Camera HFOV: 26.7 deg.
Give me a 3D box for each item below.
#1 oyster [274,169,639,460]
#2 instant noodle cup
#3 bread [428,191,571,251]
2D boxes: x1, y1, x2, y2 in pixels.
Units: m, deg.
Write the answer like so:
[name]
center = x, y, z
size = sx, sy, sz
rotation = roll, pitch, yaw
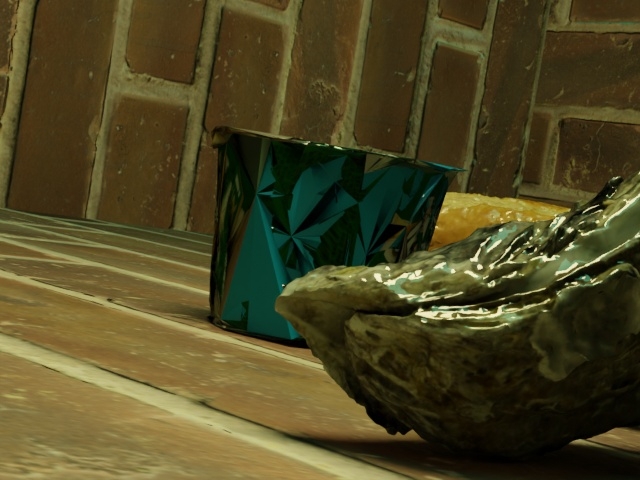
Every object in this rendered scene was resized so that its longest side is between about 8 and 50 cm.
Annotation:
[oyster]
center = 0.145, 0.038, 0.776
size = 0.351, 0.162, 0.158
rotation = -3, 10, -23
[instant noodle cup]
center = 0.000, 0.000, 1.241
size = 0.240, 0.178, 0.240
rotation = 9, 2, 0
[bread]
center = 0.257, 0.038, 1.526
size = 0.376, 0.165, 0.236
rotation = 9, 3, 25
